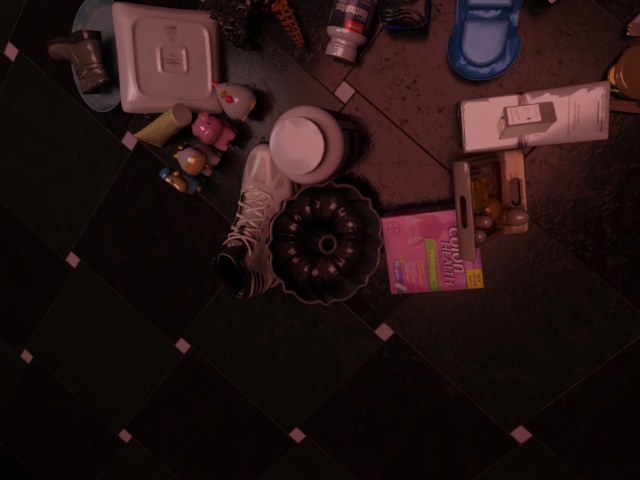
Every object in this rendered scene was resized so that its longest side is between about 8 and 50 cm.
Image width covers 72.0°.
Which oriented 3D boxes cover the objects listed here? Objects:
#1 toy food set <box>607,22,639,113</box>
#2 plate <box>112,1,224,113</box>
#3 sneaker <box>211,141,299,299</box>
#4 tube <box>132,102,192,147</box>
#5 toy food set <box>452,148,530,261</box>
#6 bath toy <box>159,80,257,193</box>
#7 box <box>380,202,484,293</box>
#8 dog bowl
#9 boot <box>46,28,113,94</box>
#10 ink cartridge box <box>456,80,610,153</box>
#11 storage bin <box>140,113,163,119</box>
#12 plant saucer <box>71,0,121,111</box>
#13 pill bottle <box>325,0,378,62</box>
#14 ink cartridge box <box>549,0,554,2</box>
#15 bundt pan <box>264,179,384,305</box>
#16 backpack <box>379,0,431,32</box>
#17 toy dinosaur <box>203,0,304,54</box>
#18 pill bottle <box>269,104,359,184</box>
[{"bbox_3d":[0.738,-0.391,1.021,0.132,0.038,0.192,11,100,4],"label":"toy food set"},{"bbox_3d":[-0.404,-0.490,1.201,0.277,0.045,0.278,-6,104,-23],"label":"plate"},{"bbox_3d":[-0.177,-0.043,1.219,0.169,0.257,0.448,7,105,13],"label":"sneaker"},{"bbox_3d":[-0.452,-0.322,1.263,0.240,0.062,0.070,-14,115,46],"label":"tube"},{"bbox_3d":[0.417,-0.094,1.046,0.092,0.306,0.220,2,104,44],"label":"toy food set"},{"bbox_3d":[-0.316,-0.299,1.246,0.129,0.151,0.348,33,108,-18],"label":"bath toy"},{"bbox_3d":[0.300,0.019,1.185,0.243,0.117,0.214,-6,101,15],"label":"box"},{"bbox_3d":[0.398,-0.536,1.050,0.165,0.074,0.297,8,106,13],"label":"dog bowl"},{"bbox_3d":[-0.699,-0.500,1.273,0.246,0.083,0.161,4,107,36],"label":"boot"},{"bbox_3d":[0.471,-0.281,1.021,0.289,0.211,0.122,-3,104,16],"label":"ink cartridge box"},{"bbox_3d":[-0.458,-0.446,1.288,0.122,0.084,0.180,3,105,14],"label":"storage bin"},{"bbox_3d":[-0.630,-0.539,1.287,0.317,0.043,0.318,7,102,34],"label":"plant saucer"},{"bbox_3d":[0.076,-0.552,1.112,0.108,0.108,0.180,19,107,9],"label":"pill bottle"},{"bbox_3d":[0.529,-0.626,0.979,0.179,0.045,0.145,-39,92,0],"label":"ink cartridge box"},{"bbox_3d":[0.000,0.000,1.192,0.330,0.124,0.331,-4,101,-20],"label":"bundt pan"},{"bbox_3d":[0.207,-0.559,1.079,0.120,0.101,0.098,6,103,17],"label":"backpack"},{"bbox_3d":[-0.179,-0.624,1.147,0.218,0.164,0.322,-48,66,4],"label":"toy dinosaur"},{"bbox_3d":[-0.014,-0.238,1.095,0.181,0.323,0.182,3,104,14],"label":"pill bottle"}]
